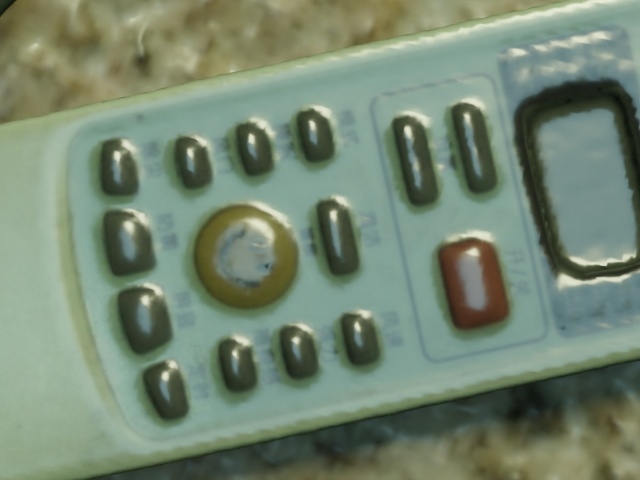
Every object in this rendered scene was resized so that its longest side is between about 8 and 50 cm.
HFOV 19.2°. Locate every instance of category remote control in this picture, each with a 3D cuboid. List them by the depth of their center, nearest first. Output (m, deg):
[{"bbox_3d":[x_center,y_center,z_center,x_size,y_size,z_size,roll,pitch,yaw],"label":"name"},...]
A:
[{"bbox_3d":[0.000,0.000,0.606,0.285,0.038,0.123,-11,87,-2],"label":"remote control"}]

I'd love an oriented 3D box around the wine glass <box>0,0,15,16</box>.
[{"bbox_3d":[-0.227,-0.017,0.553,0.321,0.143,0.143,-43,88,-3],"label":"wine glass"}]
